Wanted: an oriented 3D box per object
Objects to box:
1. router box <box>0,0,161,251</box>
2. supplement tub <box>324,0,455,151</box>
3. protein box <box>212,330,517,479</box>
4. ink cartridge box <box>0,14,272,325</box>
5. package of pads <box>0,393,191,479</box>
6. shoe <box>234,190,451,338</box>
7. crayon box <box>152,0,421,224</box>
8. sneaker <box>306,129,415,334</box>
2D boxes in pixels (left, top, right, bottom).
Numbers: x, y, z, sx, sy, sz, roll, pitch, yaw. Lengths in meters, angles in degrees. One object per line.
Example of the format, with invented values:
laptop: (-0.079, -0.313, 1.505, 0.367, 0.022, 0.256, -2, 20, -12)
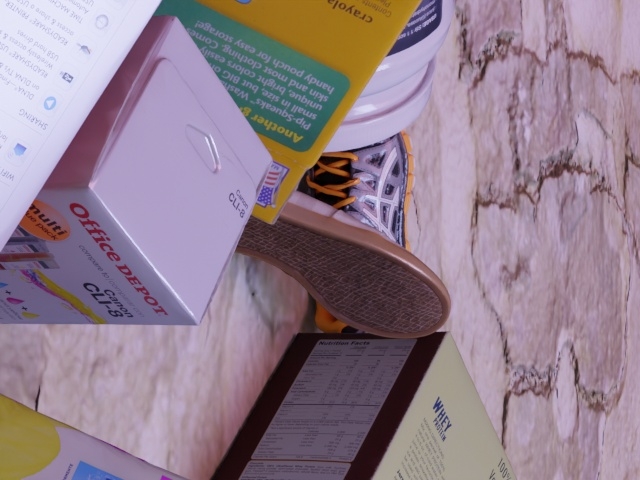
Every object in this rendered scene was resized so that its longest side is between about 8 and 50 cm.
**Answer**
router box: (-0.237, -0.137, 0.825, 0.335, 0.082, 0.301, 34, 88, -46)
supplement tub: (-0.003, -0.214, 1.207, 0.191, 0.191, 0.272, -55, 154, -44)
protein box: (0.035, 0.205, 1.359, 0.201, 0.136, 0.200, -59, 135, -40)
ink cartridge box: (-0.143, -0.036, 1.047, 0.128, 0.176, 0.127, 55, 45, -41)
package of pads: (-0.193, 0.222, 0.925, 0.101, 0.229, 0.296, 121, -7, -56)
shoe: (0.000, 0.000, 1.309, 0.219, 0.076, 0.058, 27, 34, -18)
crayon box: (-0.042, -0.179, 1.063, 0.203, 0.323, 0.083, 26, 40, -10)
sneaker: (0.022, -0.024, 1.404, 0.083, 0.084, 0.215, -30, 114, -49)
